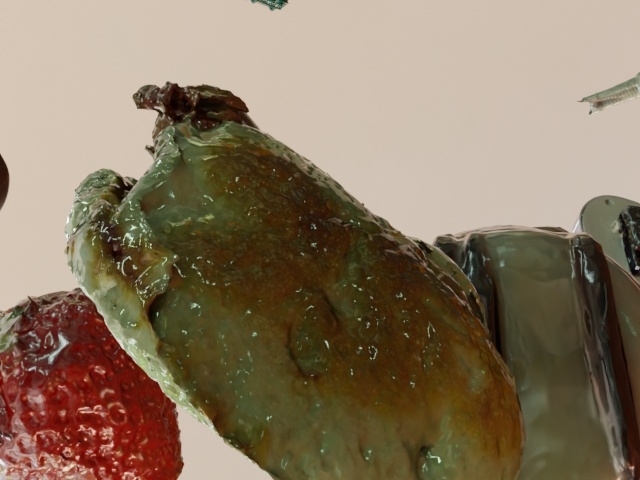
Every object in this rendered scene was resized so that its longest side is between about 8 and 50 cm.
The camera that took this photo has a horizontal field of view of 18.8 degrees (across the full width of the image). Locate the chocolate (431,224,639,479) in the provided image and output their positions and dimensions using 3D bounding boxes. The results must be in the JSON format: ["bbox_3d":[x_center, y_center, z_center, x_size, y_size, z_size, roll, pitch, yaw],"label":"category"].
[{"bbox_3d":[0.147,0.098,1.443,0.186,0.283,0.284,75,-151,-71],"label":"chocolate"}]

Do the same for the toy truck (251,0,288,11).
[{"bbox_3d":[-0.062,-0.247,1.847,0.039,0.044,0.083,-37,-20,20],"label":"toy truck"}]

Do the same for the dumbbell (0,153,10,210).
[{"bbox_3d":[-0.390,-0.030,1.741,0.124,0.140,0.225,-22,16,31],"label":"dumbbell"}]

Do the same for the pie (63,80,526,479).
[{"bbox_3d":[-0.011,0.044,0.996,0.105,0.274,0.257,-50,9,26],"label":"pie"}]

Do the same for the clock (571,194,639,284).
[{"bbox_3d":[0.409,0.013,2.334,0.064,0.198,0.172,111,159,-45],"label":"clock"}]

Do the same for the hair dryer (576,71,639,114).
[{"bbox_3d":[0.424,-0.165,1.927,0.267,0.092,0.229,-34,30,-10],"label":"hair dryer"}]

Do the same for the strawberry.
[{"bbox_3d":[-0.272,0.189,2.159,0.257,0.277,0.257,-44,23,24],"label":"strawberry"}]
